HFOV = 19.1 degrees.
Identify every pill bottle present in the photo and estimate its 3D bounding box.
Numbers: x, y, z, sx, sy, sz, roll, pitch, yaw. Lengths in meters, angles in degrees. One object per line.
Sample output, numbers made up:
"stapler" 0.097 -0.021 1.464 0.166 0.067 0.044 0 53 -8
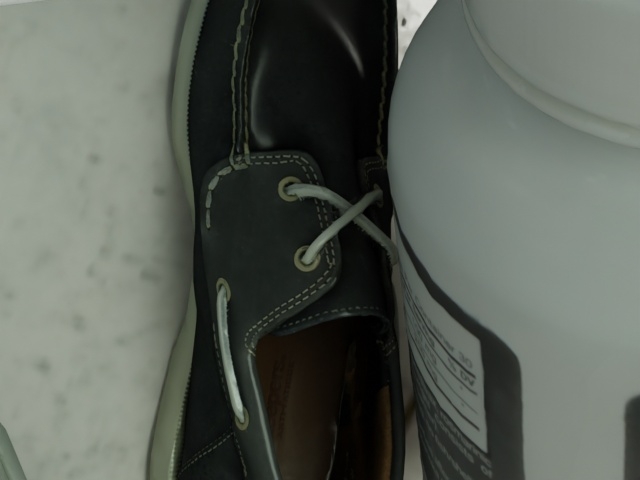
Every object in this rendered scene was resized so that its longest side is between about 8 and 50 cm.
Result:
"pill bottle" 0.112 0.009 0.567 0.176 0.176 0.318 -36 143 -22

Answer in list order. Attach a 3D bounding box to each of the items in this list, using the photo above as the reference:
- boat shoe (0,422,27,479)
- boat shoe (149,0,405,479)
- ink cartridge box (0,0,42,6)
"boat shoe" -0.105 0.141 0.568 0.114 0.091 0.302 -77 147 -54
"boat shoe" 0.000 0.000 0.607 0.084 0.079 0.233 -3 104 -34
"ink cartridge box" -0.087 -0.109 0.468 0.191 0.140 0.082 -14 114 -32
